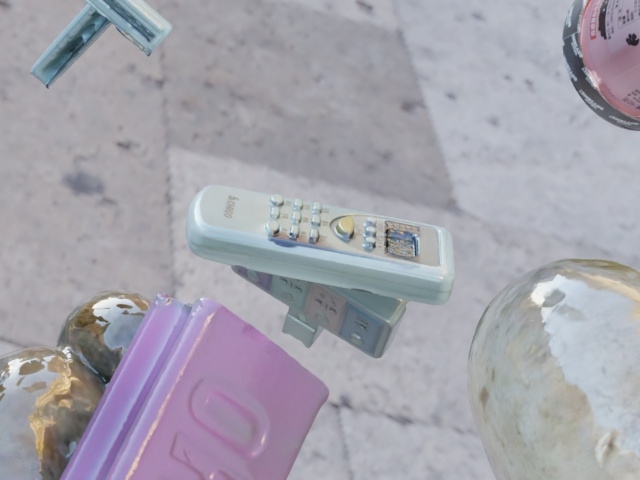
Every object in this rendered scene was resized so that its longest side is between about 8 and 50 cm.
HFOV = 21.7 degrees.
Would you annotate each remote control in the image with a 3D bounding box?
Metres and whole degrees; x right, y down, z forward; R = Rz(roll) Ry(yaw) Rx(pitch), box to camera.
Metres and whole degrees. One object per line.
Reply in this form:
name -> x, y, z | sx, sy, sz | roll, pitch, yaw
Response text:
remote control -> 0.000, 0.000, 1.831 | 0.296, 0.056, 0.140 | 12, 23, -2

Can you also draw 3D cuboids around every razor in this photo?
razor -> -0.224, -0.203, 1.595 | 0.111, 0.278, 0.056 | 41, 69, -12

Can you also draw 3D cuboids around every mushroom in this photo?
mushroom -> 0.193, 0.096, 1.068 | 0.189, 0.195, 0.253 | 62, -3, -20

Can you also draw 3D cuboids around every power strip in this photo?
power strip -> -0.007, 0.066, 1.980 | 0.216, 0.145, 0.061 | 32, 55, 10

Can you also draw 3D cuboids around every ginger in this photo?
ginger -> -0.205, 0.163, 1.139 | 0.155, 0.304, 0.244 | 43, 33, -15

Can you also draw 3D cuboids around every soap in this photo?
soap -> -0.088, 0.146, 1.001 | 0.065, 0.203, 0.122 | 4, -28, 49

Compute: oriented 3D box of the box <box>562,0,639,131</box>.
box -> 0.320, -0.191, 1.535 | 0.151, 0.135, 0.151 | 6, 74, -22
